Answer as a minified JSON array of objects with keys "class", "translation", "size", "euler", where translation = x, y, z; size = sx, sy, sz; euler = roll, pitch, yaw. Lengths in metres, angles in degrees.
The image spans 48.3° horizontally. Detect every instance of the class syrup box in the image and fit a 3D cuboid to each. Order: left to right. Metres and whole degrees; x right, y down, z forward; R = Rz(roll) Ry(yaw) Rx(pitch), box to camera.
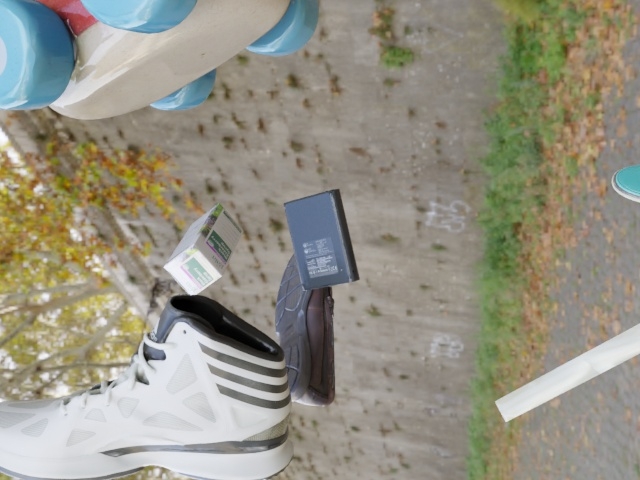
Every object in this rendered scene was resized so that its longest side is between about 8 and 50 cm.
[{"class":"syrup box","translation":[-0.256,0.018,1.598],"size":[0.093,0.096,0.237],"euler":[50,-161,-16]}]

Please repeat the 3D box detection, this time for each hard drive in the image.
[{"class":"hard drive","translation":[0.000,0.000,1.039],"size":[0.022,0.094,0.135],"euler":[-13,-89,-55]}]

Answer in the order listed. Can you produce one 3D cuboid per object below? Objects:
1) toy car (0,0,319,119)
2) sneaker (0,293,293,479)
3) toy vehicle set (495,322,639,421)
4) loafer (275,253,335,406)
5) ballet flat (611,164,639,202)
[{"class":"toy car","translation":[-0.149,-0.230,0.519],"size":[0.219,0.210,0.237],"euler":[-22,-91,-65]},{"class":"sneaker","translation":[-0.259,0.190,1.004],"size":[0.169,0.448,0.257],"euler":[-95,6,-75]},{"class":"toy vehicle set","translation":[0.413,0.192,1.096],"size":[0.166,0.267,0.035],"euler":[-1,-123,-53]},{"class":"loafer","translation":[-0.019,0.152,1.260],"size":[0.095,0.109,0.302],"euler":[26,-133,-27]},{"class":"ballet flat","translation":[0.649,-0.088,1.270],"size":[0.086,0.249,0.086],"euler":[2,-90,-72]}]
